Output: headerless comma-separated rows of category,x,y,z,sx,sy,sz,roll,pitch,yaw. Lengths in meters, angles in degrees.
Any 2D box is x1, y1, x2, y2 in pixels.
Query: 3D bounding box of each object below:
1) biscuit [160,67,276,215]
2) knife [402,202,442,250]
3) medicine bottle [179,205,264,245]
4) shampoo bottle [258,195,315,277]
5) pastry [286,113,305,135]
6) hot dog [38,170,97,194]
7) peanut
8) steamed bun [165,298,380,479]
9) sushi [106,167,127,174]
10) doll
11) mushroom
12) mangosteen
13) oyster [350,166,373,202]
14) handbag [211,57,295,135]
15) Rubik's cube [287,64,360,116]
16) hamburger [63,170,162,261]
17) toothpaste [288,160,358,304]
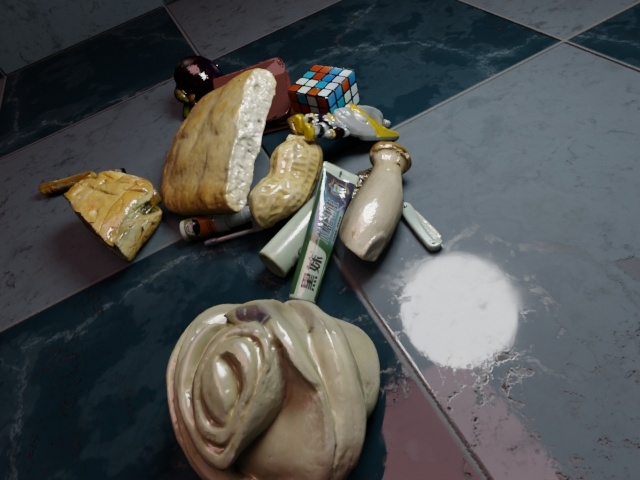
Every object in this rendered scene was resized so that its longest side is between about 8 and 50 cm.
biscuit,-0.315,-0.273,1.186,0.445,0.104,0.430,2,73,43
knife,0.234,-0.036,0.983,0.044,0.023,0.162,-27,49,-3
medicine bottle,-0.263,-0.038,1.126,0.220,0.061,0.092,-15,73,5
shampoo bottle,-0.034,-0.030,1.023,0.085,0.085,0.262,26,63,33
pastry,-0.062,-0.335,1.278,0.057,0.097,0.109,-21,47,0
hot dog,-0.872,-0.197,1.457,0.215,0.047,0.066,-13,34,8
peanut,-0.087,-0.162,1.106,0.140,0.153,0.325,7,47,25
steamed bun,-0.099,0.243,0.704,0.367,0.255,0.343,0,54,19
sushi,-0.650,-0.174,1.342,0.094,0.084,0.098,-17,53,-1
doll,0.075,-0.330,1.183,0.316,0.104,0.145,-15,23,-31
mushroom,0.134,-0.092,0.987,0.128,0.128,0.350,6,57,22
mangosteen,-0.461,-0.563,1.551,0.194,0.194,0.231,36,90,37
oyster,0.112,-0.155,1.105,0.103,0.051,0.148,33,56,28
handbag,-0.228,-0.468,1.419,0.275,0.084,0.260,-13,68,7
Rubik's cube,0.017,-0.433,1.301,0.155,0.151,0.154,22,61,32
hamburger,-0.555,-0.085,1.185,0.329,0.162,0.209,30,62,37
toothpaste,0.000,0.000,0.953,0.098,0.061,0.393,22,71,-15
